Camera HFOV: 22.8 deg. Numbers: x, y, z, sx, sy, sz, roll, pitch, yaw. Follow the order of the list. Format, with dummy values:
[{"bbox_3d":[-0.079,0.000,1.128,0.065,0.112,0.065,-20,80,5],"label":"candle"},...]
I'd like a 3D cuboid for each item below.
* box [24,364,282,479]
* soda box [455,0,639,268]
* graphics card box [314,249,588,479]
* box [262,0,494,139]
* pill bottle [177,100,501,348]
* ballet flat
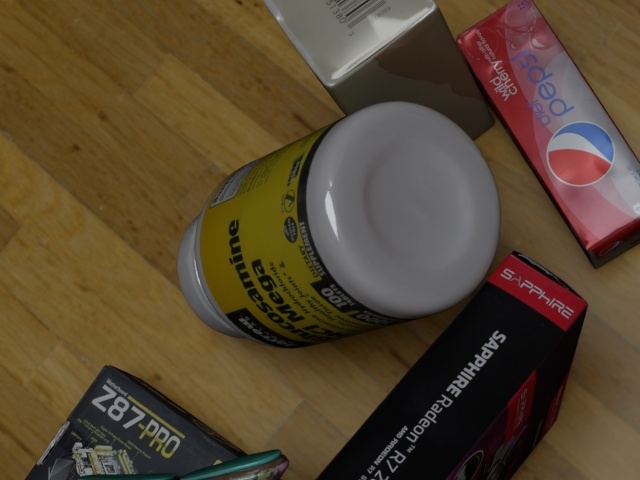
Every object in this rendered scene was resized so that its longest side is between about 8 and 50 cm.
[{"bbox_3d":[-0.140,0.357,1.543,0.395,0.097,0.318,32,87,20],"label":"box"},{"bbox_3d":[0.237,-0.109,1.562,0.092,0.083,0.263,-32,71,6],"label":"soda box"},{"bbox_3d":[0.086,0.209,1.381,0.094,0.232,0.371,35,64,20],"label":"graphics card box"},{"bbox_3d":[0.056,-0.176,1.508,0.121,0.311,0.148,-36,70,4],"label":"box"},{"bbox_3d":[0.000,0.000,1.468,0.188,0.334,0.187,7,76,-29],"label":"pill bottle"},{"bbox_3d":[-0.128,0.248,1.490,0.222,0.077,0.079,-10,89,16],"label":"ballet flat"}]
